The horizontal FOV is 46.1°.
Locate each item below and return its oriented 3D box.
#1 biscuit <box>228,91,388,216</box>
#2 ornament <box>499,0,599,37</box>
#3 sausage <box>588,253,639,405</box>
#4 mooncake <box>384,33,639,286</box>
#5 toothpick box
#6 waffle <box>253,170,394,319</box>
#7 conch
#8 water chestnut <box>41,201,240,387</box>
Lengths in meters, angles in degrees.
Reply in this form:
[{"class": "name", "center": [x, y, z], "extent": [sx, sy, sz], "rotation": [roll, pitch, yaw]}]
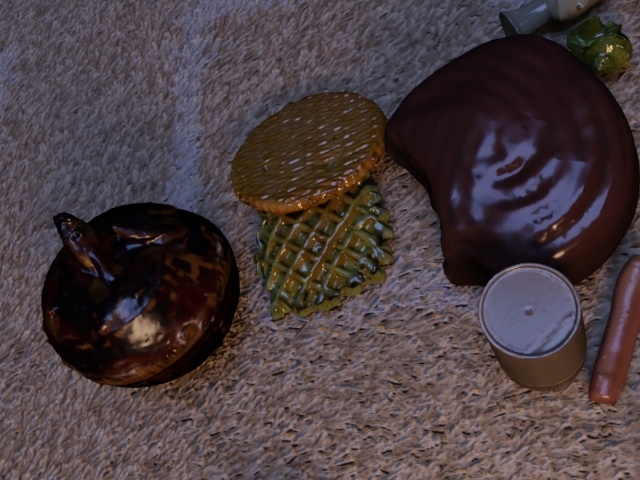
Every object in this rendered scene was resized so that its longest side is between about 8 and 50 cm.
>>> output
[{"class": "biscuit", "center": [-0.017, -0.134, 1.122], "extent": [0.254, 0.035, 0.254], "rotation": [-16, 44, 16]}, {"class": "ornament", "center": [0.338, -0.339, 1.071], "extent": [0.156, 0.075, 0.081], "rotation": [-33, 42, 6]}, {"class": "sausage", "center": [0.358, 0.106, 0.896], "extent": [0.043, 0.043, 0.186], "rotation": [14, 76, 27]}, {"class": "mooncake", "center": [0.233, -0.103, 0.964], "extent": [0.333, 0.174, 0.326], "rotation": [7, 74, 24]}, {"class": "toothpick box", "center": [0.248, 0.105, 0.865], "extent": [0.111, 0.181, 0.111], "rotation": [-8, 67, 18]}, {"class": "waffle", "center": [0.000, 0.000, 1.083], "extent": [0.214, 0.054, 0.208], "rotation": [-18, 61, 16]}, {"class": "conch", "center": [0.378, -0.270, 1.024], "extent": [0.089, 0.074, 0.121], "rotation": [24, 53, -5]}, {"class": "water chestnut", "center": [-0.269, 0.063, 1.047], "extent": [0.300, 0.300, 0.300], "rotation": [-8, 66, 20]}]
